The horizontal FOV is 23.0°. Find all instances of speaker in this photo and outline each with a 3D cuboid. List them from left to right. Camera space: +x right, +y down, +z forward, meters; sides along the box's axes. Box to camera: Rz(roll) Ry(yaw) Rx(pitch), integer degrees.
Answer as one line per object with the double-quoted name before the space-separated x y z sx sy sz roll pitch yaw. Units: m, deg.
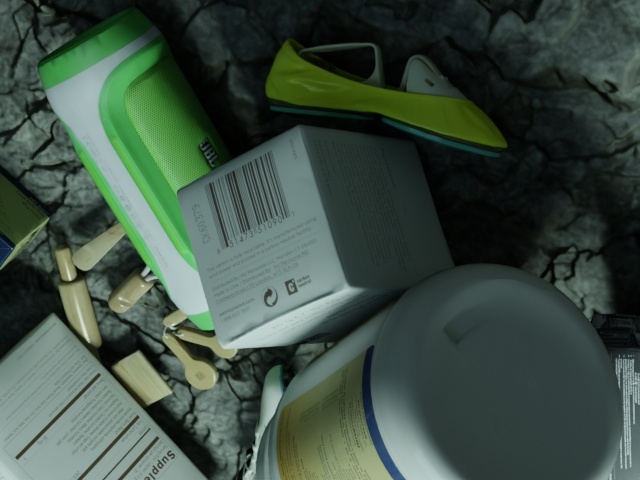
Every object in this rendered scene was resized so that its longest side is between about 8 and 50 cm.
"speaker" -0.144 -0.066 1.486 0.131 0.131 0.296 -22 106 31

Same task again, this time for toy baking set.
"toy baking set" -0.185 0.058 1.634 0.196 0.030 0.256 -6 114 23

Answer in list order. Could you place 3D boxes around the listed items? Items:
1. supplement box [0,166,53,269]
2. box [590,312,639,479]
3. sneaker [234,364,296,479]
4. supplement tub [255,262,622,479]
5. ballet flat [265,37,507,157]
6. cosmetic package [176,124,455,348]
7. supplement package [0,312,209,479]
"supplement box" -0.339 -0.020 1.622 0.083 0.083 0.056 42 125 -2
"box" 0.359 0.221 1.390 0.242 0.076 0.307 1 110 19
"sneaker" -0.052 0.234 1.631 0.086 0.085 0.237 4 119 5
"supplement tub" 0.090 0.173 1.377 0.228 0.228 0.316 44 147 -3
"ballet flat" 0.060 -0.133 1.399 0.231 0.077 0.077 14 97 18
"cosmetic package" 0.000 0.000 1.396 0.151 0.183 0.151 -26 74 33
"supplement package" -0.273 0.260 1.674 0.293 0.175 0.177 48 137 -6
